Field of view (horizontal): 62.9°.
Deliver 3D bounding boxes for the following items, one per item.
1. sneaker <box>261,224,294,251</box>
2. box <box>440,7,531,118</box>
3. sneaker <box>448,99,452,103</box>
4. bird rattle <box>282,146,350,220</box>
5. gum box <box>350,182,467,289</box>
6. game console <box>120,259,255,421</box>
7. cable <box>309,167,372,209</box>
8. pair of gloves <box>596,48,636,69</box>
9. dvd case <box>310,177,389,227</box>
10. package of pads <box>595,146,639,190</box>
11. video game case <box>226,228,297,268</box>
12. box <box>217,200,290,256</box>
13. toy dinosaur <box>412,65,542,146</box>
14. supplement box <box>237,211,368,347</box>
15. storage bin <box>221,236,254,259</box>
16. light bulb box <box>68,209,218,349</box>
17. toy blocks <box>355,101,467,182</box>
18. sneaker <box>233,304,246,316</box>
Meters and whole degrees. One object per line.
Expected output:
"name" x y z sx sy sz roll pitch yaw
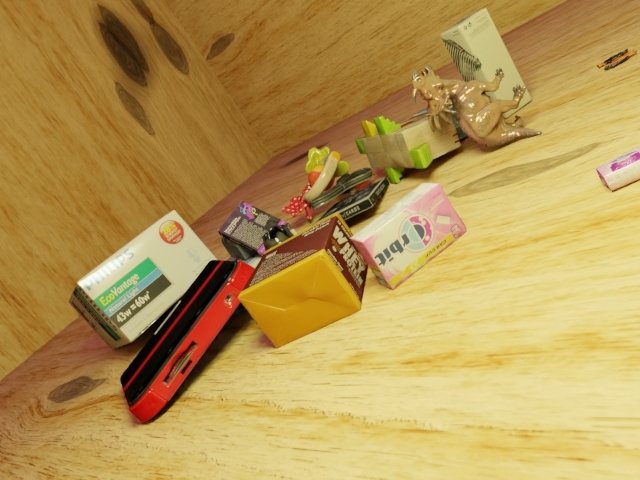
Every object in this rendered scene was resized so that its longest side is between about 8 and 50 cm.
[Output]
"sneaker" -0.084 0.019 1.278 0.109 0.130 0.286 -35 7 -7
"box" 0.442 -0.464 1.400 0.094 0.275 0.113 -36 15 -6
"sneaker" 0.433 -0.421 1.538 0.226 0.087 0.093 -5 9 10
"bird rattle" -0.017 -0.183 1.615 0.253 0.143 0.207 -55 8 -19
"gum box" 0.163 -0.014 0.945 0.188 0.107 0.062 -37 16 -10
"game console" -0.311 0.206 1.204 0.386 0.060 0.342 -54 18 -16
"cable" 0.075 -0.144 1.535 0.140 0.072 0.287 -17 17 28
"pair of gloves" 0.716 -0.437 1.267 0.074 0.010 0.083 -29 14 21
"dvd case" 0.087 -0.098 1.428 0.179 0.029 0.238 -26 10 24
"package of pads" 0.458 -0.109 0.774 0.083 0.032 0.050 -28 16 22
"video game case" -0.210 0.073 1.517 0.244 0.061 0.270 -43 18 -31
"box" -0.180 -0.031 1.421 0.116 0.162 0.029 -55 -19 -24
"toy dinosaur" 0.357 -0.294 1.225 0.200 0.295 0.127 -36 -20 -13
"supplement box" -0.024 0.072 1.023 0.191 0.129 0.194 -28 17 21
"storage bin" -0.200 -0.011 1.478 0.135 0.098 0.091 -38 26 -17
"light bulb box" -0.557 0.133 1.638 0.358 0.225 0.361 -44 10 -30
"toy blocks" 0.291 -0.298 1.460 0.261 0.190 0.381 -26 14 -12
"sneaker" -0.209 0.137 1.295 0.188 0.078 0.067 -32 16 8
